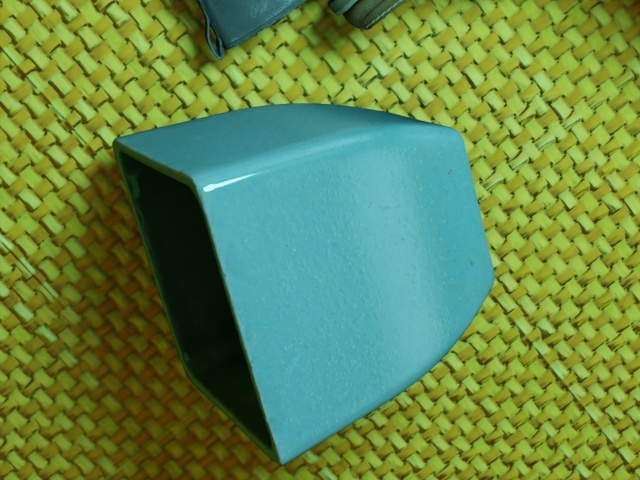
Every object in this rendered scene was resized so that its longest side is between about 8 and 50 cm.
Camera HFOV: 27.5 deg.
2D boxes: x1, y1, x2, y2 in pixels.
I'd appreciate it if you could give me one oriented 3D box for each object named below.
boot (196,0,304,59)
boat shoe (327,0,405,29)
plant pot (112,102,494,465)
[{"bbox_3d":[-0.053,-0.310,1.111,0.263,0.091,0.229,-39,113,10],"label":"boot"},{"bbox_3d":[0.149,-0.271,1.123,0.307,0.110,0.104,-40,106,6],"label":"boat shoe"},{"bbox_3d":[0.000,0.000,1.131,0.252,0.248,0.247,-22,109,-19],"label":"plant pot"}]
